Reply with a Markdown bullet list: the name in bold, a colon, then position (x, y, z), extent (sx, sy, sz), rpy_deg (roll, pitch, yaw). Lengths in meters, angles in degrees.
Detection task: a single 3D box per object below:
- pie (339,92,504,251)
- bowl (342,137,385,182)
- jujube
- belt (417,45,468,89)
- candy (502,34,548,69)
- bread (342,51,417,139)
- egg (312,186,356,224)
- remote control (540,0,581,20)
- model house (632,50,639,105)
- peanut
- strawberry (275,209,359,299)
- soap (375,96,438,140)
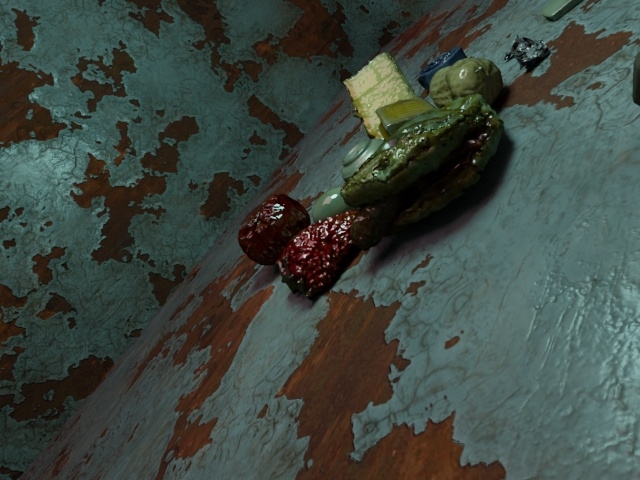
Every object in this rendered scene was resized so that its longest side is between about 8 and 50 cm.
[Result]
- **pie**: position (0.228, -0.194, 1.072), extent (0.395, 0.180, 0.418), rpy_deg (-35, 14, 34)
- **bowl**: position (0.147, -0.249, 1.460), extent (0.211, 0.112, 0.211), rpy_deg (-42, 18, 17)
- **jujube**: position (-0.146, -0.031, 1.509), extent (0.232, 0.213, 0.213), rpy_deg (-46, 18, 14)
- **belt**: position (0.441, -0.624, 1.651), extent (0.141, 0.082, 0.190), rpy_deg (-50, 20, -29)
- **candy**: position (0.552, -0.519, 1.247), extent (0.094, 0.051, 0.226), rpy_deg (-40, 19, 27)
- **bread**: position (0.215, -0.527, 1.668), extent (0.248, 0.279, 0.315), rpy_deg (-33, 9, 14)
- **egg**: position (0.044, -0.094, 1.345), extent (0.152, 0.114, 0.114), rpy_deg (-42, 19, 16)
- **remote control**: position (0.756, -0.730, 1.264), extent (0.285, 0.038, 0.123), rpy_deg (-35, 22, 30)
- **model house**: position (0.537, -0.236, 0.584), extent (0.229, 0.122, 0.188), rpy_deg (-38, 24, 35)
- **peanut**: position (0.398, -0.416, 1.235), extent (0.159, 0.143, 0.291), rpy_deg (-5, 14, -3)
- **strawberry**: position (0.000, 0.000, 1.218), extent (0.306, 0.138, 0.233), rpy_deg (-51, 18, -11)
- **soap**: position (0.265, -0.362, 1.389), extent (0.173, 0.089, 0.274), rpy_deg (-13, 25, 6)
